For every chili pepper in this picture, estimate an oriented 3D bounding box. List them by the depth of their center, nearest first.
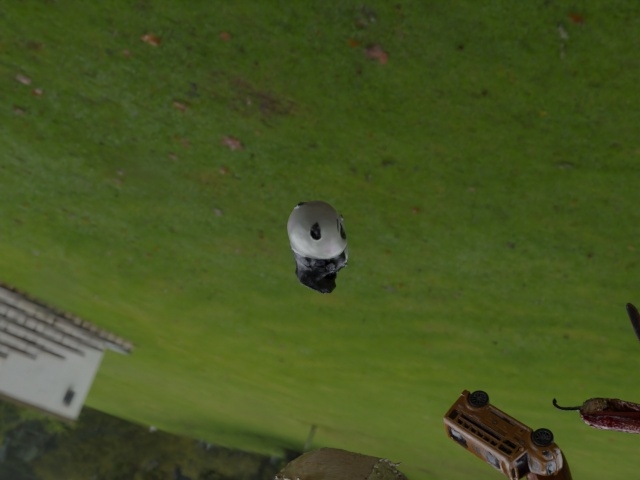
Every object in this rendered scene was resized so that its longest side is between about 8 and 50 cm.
[{"bbox_3d":[0.512,0.293,1.464,0.268,0.050,0.059,2,-164,33],"label":"chili pepper"}]

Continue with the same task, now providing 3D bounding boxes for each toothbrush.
[{"bbox_3d":[0.528,0.204,1.363,0.031,0.321,0.023,-24,125,17],"label":"toothbrush"}]

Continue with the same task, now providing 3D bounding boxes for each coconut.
[{"bbox_3d":[0.028,0.647,1.991,0.361,0.346,0.346,5,164,-2],"label":"coconut"}]

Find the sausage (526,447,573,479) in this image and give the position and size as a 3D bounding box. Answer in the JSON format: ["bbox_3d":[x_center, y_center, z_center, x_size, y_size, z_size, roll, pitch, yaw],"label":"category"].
[{"bbox_3d":[0.392,0.434,1.468,0.076,0.197,0.076,-7,149,-4],"label":"sausage"}]

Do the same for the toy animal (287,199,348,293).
[{"bbox_3d":[0.000,0.000,1.945,0.166,0.138,0.179,55,156,38],"label":"toy animal"}]

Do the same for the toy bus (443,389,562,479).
[{"bbox_3d":[0.301,0.332,1.461,0.195,0.088,0.083,28,150,40],"label":"toy bus"}]
